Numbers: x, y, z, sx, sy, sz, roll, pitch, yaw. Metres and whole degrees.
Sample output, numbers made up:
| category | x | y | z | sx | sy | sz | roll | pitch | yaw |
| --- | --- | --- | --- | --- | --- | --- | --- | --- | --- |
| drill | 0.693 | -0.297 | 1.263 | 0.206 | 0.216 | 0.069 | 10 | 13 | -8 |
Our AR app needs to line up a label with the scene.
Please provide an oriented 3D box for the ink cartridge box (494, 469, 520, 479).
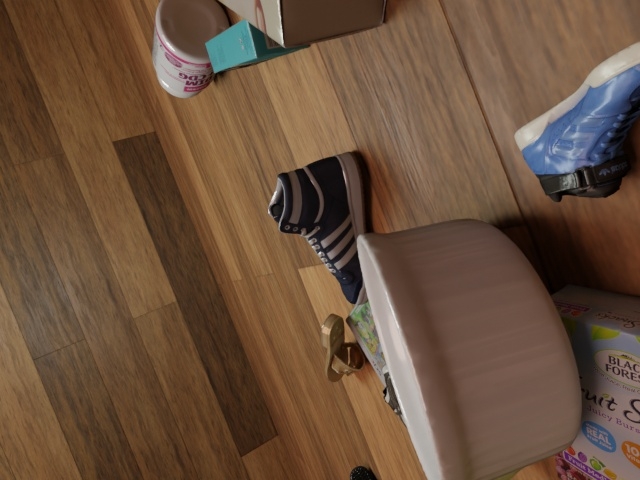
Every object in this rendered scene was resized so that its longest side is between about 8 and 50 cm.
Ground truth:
| category | x | y | z | sx | sy | sz | roll | pitch | yaw |
| --- | --- | --- | --- | --- | --- | --- | --- | --- | --- |
| ink cartridge box | 0.210 | 0.253 | 0.577 | 0.143 | 0.090 | 0.092 | 35 | 140 | 52 |

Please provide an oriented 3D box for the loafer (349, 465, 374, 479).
| category | x | y | z | sx | sy | sz | roll | pitch | yaw |
| --- | --- | --- | --- | --- | --- | --- | --- | --- | --- |
| loafer | 0.158 | 0.754 | 1.162 | 0.078 | 0.080 | 0.220 | 89 | 156 | -59 |

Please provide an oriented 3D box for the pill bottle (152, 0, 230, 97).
| category | x | y | z | sx | sy | sz | roll | pitch | yaw |
| --- | --- | --- | --- | --- | --- | --- | --- | --- | --- |
| pill bottle | -0.329 | -0.466 | 1.013 | 0.283 | 0.160 | 0.160 | -3 | 108 | 66 |

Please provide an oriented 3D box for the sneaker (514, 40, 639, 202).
| category | x | y | z | sx | sy | sz | roll | pitch | yaw |
| --- | --- | --- | --- | --- | --- | --- | --- | --- | --- |
| sneaker | 0.218 | -0.080 | 0.306 | 0.152 | 0.058 | 0.084 | 132 | 119 | -69 |

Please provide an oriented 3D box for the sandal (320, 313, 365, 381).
| category | x | y | z | sx | sy | sz | roll | pitch | yaw |
| --- | --- | --- | --- | --- | --- | --- | --- | --- | --- |
| sandal | 0.060 | 0.264 | 0.922 | 0.079 | 0.088 | 0.240 | 19 | 140 | 30 |

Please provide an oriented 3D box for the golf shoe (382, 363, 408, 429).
| category | x | y | z | sx | sy | sz | roll | pitch | yaw |
| --- | --- | --- | --- | --- | --- | --- | --- | --- | --- |
| golf shoe | 0.160 | 0.283 | 0.708 | 0.094 | 0.077 | 0.198 | 24 | 139 | 49 |

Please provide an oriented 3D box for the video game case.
| category | x | y | z | sx | sy | sz | roll | pitch | yaw |
| --- | --- | --- | --- | --- | --- | --- | --- | --- | --- |
| video game case | 0.128 | 0.197 | 0.788 | 0.193 | 0.023 | 0.212 | 58 | 155 | 21 |

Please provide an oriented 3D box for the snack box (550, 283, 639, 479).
| category | x | y | z | sx | sy | sz | roll | pitch | yaw |
| --- | --- | --- | --- | --- | --- | --- | --- | --- | --- |
| snack box | 0.289 | 0.157 | 0.351 | 0.174 | 0.070 | 0.207 | 10 | 118 | 64 |

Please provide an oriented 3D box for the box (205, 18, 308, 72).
| category | x | y | z | sx | sy | sz | roll | pitch | yaw |
| --- | --- | --- | --- | --- | --- | --- | --- | --- | --- |
| box | -0.125 | -0.357 | 0.748 | 0.244 | 0.100 | 0.060 | 27 | 134 | 57 |

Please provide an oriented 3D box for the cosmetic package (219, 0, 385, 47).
| category | x | y | z | sx | sy | sz | roll | pitch | yaw |
| --- | --- | --- | --- | --- | --- | --- | --- | --- | --- |
| cosmetic package | -0.057 | -0.374 | 0.529 | 0.296 | 0.153 | 0.129 | 51 | 153 | 37 |

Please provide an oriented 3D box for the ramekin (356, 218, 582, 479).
| category | x | y | z | sx | sy | sz | roll | pitch | yaw |
| --- | --- | --- | --- | --- | --- | --- | --- | --- | --- |
| ramekin | 0.141 | 0.109 | 0.443 | 0.277 | 0.135 | 0.277 | -15 | -90 | -90 |

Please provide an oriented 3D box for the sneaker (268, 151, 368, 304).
| category | x | y | z | sx | sy | sz | roll | pitch | yaw |
| --- | --- | --- | --- | --- | --- | --- | --- | --- | --- |
| sneaker | 0.000 | 0.000 | 0.707 | 0.099 | 0.153 | 0.282 | -135 | 33 | -62 |
